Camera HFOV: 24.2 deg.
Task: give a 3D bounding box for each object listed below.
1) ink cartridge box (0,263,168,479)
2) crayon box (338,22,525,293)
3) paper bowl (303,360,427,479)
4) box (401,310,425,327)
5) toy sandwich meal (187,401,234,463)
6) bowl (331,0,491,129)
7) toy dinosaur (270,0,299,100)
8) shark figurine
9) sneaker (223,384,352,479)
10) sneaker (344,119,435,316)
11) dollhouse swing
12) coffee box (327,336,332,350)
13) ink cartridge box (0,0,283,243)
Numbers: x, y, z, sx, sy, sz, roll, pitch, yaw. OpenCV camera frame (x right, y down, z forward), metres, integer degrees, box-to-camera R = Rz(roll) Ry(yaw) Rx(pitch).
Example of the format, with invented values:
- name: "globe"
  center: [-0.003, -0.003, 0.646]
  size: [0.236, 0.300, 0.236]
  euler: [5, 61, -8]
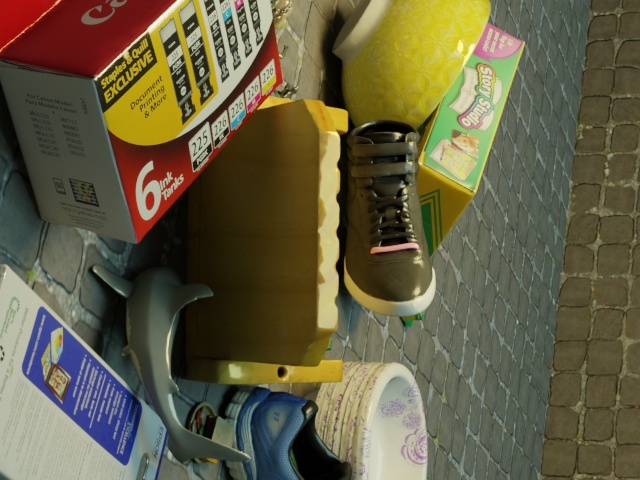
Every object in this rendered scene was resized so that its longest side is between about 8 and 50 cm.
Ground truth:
- name: "ink cartridge box"
  center: [-0.271, 0.189, 1.509]
  size: [0.371, 0.069, 0.176]
  euler: [54, 41, -51]
- name: "crayon box"
  center: [0.170, -0.119, 2.306]
  size: [0.313, 0.106, 0.363]
  euler: [-60, -174, 47]
- name: "paper bowl"
  center: [0.047, 0.316, 2.157]
  size: [0.284, 0.148, 0.284]
  euler: [-1, 90, -67]
- name: "box"
  center: [0.153, 0.056, 2.550]
  size: [0.179, 0.043, 0.105]
  euler: [70, 30, -42]
- name: "toy sandwich meal"
  center: [-0.138, 0.243, 1.869]
  size: [0.085, 0.029, 0.086]
  euler: [0, 90, -67]
- name: "bowl"
  center: [0.112, -0.291, 2.265]
  size: [0.156, 0.289, 0.289]
  euler: [34, 46, -12]
- name: "toy dinosaur"
  center: [-0.074, -0.190, 1.992]
  size: [0.118, 0.064, 0.268]
  euler: [35, 60, -47]
- name: "shark figurine"
  center: [-0.157, 0.107, 1.639]
  size: [0.166, 0.116, 0.278]
  euler: [47, 24, -49]
- name: "sneaker"
  center: [-0.034, 0.351, 1.966]
  size: [0.130, 0.147, 0.330]
  euler: [-46, 132, -59]
- name: "sneaker"
  center: [0.074, -0.038, 1.743]
  size: [0.296, 0.104, 0.147]
  euler: [-96, -177, -57]
- name: "dollhouse swing"
  center: [0.000, 0.000, 1.803]
  size: [0.315, 0.305, 0.347]
  euler: [5, 85, -46]
- name: "coffee box"
  center: [-0.017, 0.066, 2.144]
  size: [0.113, 0.040, 0.184]
  euler: [11, 80, -67]
- name: "ink cartridge box"
  center: [-0.183, -0.202, 1.536]
  size: [0.309, 0.130, 0.272]
  euler: [-53, 146, -40]
